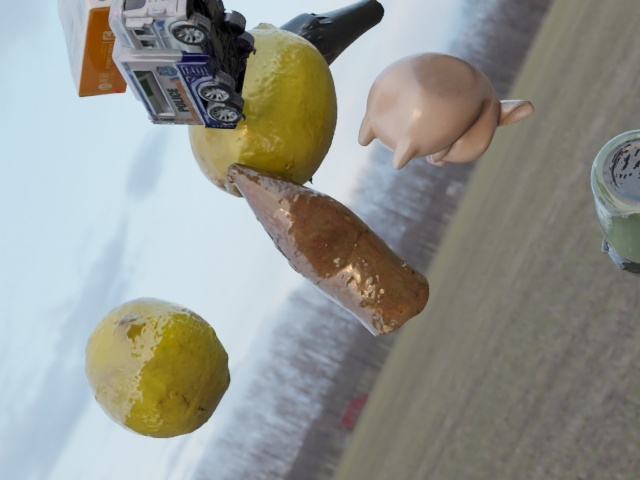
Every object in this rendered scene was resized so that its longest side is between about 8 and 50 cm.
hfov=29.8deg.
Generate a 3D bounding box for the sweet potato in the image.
[{"bbox_3d":[0.002,-0.002,1.718,0.131,0.336,0.131,-48,7,7],"label":"sweet potato"}]

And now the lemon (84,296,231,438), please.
[{"bbox_3d":[-0.298,0.231,2.188,0.284,0.260,0.260,85,-151,-70],"label":"lemon"}]

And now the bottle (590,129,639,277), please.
[{"bbox_3d":[0.550,-0.046,2.037,0.168,0.168,0.347,-64,-23,-14],"label":"bottle"}]

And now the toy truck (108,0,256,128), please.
[{"bbox_3d":[-0.182,-0.251,1.505,0.268,0.155,0.124,68,-154,-63],"label":"toy truck"}]

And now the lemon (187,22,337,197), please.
[{"bbox_3d":[-0.086,-0.190,1.811,0.263,0.236,0.236,-59,-5,-4],"label":"lemon"}]

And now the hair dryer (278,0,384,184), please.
[{"bbox_3d":[-0.001,-0.272,2.256,0.303,0.120,0.359,-35,-40,-40],"label":"hair dryer"}]

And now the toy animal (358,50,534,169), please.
[{"bbox_3d":[0.162,-0.182,1.666,0.250,0.166,0.154,-8,-47,-58],"label":"toy animal"}]

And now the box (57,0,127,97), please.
[{"bbox_3d":[-0.359,-0.388,1.929,0.274,0.091,0.221,126,134,-63],"label":"box"}]
